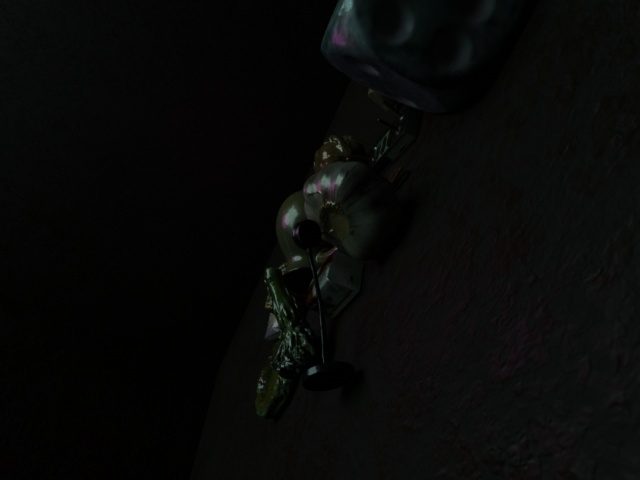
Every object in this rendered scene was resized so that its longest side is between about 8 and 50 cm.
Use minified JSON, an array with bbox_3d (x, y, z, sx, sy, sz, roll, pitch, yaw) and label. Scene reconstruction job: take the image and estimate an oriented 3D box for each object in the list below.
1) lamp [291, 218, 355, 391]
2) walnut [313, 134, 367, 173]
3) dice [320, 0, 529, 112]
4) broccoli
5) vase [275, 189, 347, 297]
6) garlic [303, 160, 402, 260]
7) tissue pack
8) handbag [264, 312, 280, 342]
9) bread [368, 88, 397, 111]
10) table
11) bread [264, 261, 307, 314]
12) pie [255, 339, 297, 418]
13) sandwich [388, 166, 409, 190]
[{"bbox_3d":[0.012,0.125,0.873,0.108,0.130,0.371,-27,56,53],"label":"lamp"},{"bbox_3d":[0.070,-0.281,1.479,0.245,0.198,0.198,168,125,-77],"label":"walnut"},{"bbox_3d":[0.209,-0.492,0.886,0.348,0.331,0.327,-110,44,-72],"label":"dice"},{"bbox_3d":[-0.088,0.209,1.084,0.165,0.146,0.304,118,136,-57],"label":"broccoli"},{"bbox_3d":[0.000,0.000,1.206,0.329,0.241,0.302,-25,52,54],"label":"vase"},{"bbox_3d":[0.099,-0.089,0.997,0.253,0.245,0.245,-36,-15,-46],"label":"garlic"},{"bbox_3d":[0.034,0.115,1.073,0.148,0.099,0.106,124,165,-45],"label":"tissue pack"},{"bbox_3d":[-0.150,0.304,1.606,0.117,0.095,0.173,-32,39,44],"label":"handbag"},{"bbox_3d":[0.260,-0.556,1.351,0.192,0.110,0.209,-35,33,58],"label":"bread"},{"bbox_3d":[0.180,-0.299,1.196,0.240,0.111,0.121,134,156,-61],"label":"table"},{"bbox_3d":[-0.110,0.182,1.525,0.181,0.096,0.222,-18,43,46],"label":"bread"},{"bbox_3d":[-0.133,0.420,1.303,0.277,0.079,0.277,-158,90,-77],"label":"pie"},{"bbox_3d":[0.197,-0.163,1.048,0.083,0.031,0.044,124,163,-46],"label":"sandwich"}]
